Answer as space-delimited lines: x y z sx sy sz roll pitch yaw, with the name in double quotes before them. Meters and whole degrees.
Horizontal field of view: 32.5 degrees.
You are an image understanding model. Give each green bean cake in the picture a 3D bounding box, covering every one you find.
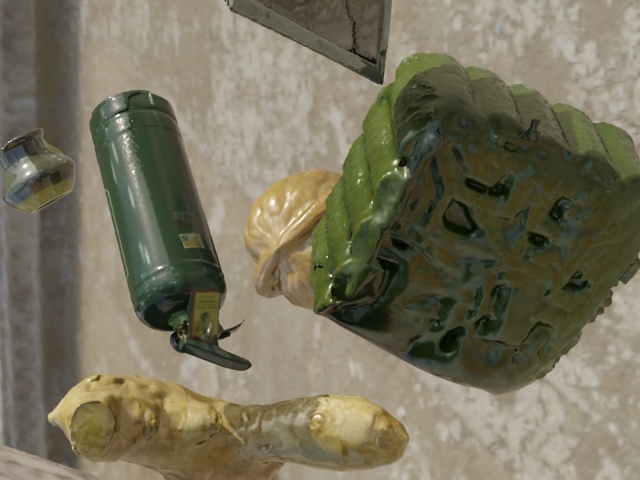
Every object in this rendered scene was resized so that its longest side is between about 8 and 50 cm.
"green bean cake" 0.178 -0.009 1.206 0.218 0.319 0.335 -90 23 -56

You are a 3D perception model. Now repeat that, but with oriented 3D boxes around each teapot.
"teapot" -0.468 -0.119 1.826 0.130 0.166 0.119 -28 95 21

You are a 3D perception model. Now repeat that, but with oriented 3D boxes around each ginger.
"ginger" -0.139 0.216 1.185 0.363 0.348 0.122 -28 49 59

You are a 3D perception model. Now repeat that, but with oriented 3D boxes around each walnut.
"walnut" 0.000 0.000 1.679 0.224 0.257 0.257 47 143 15

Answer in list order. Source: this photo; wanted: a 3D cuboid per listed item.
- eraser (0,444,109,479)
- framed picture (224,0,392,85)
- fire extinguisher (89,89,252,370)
"eraser" -0.236 0.169 0.674 0.174 0.270 0.094 -141 72 -79
"framed picture" 0.002 -0.282 0.996 0.018 0.293 0.231 4 87 28
"fire extinguisher" -0.154 -0.005 1.120 0.095 0.114 0.311 -50 47 43
